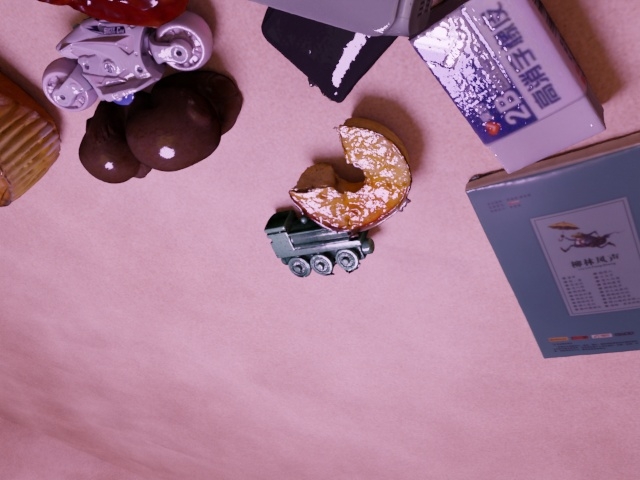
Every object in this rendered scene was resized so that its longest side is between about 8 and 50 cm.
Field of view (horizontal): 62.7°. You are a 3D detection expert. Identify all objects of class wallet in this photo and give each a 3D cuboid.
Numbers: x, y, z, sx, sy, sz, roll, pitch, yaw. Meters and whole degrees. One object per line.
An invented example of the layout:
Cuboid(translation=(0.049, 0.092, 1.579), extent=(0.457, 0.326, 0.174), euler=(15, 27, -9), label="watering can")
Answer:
Cuboid(translation=(0.035, -0.278, 0.594), extent=(0.149, 0.044, 0.250), euler=(40, 134, -11), label="wallet")

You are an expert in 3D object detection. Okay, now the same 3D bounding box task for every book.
Cuboid(translation=(0.394, 0.033, 0.743), extent=(0.264, 0.031, 0.379), euler=(-14, 124, 31), label="book")

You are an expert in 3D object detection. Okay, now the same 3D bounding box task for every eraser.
Cuboid(translation=(0.212, -0.186, 0.589), extent=(0.124, 0.068, 0.210), euler=(-26, 118, 37), label="eraser")

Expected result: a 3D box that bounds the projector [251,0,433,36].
Cuboid(translation=(-0.001, -0.320, 0.483), extent=(0.250, 0.108, 0.198), euler=(23, 129, 17), label="projector")

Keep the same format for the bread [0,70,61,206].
Cuboid(translation=(-0.565, -0.202, 0.835), extent=(0.288, 0.156, 0.204), euler=(40, 141, -19), label="bread")

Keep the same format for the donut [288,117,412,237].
Cuboid(translation=(0.053, -0.088, 0.742), extent=(0.146, 0.078, 0.181), euler=(32, 129, -10), label="donut")

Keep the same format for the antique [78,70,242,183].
Cuboid(translation=(-0.246, -0.150, 0.758), extent=(0.256, 0.143, 0.121), euler=(-4, 131, 28), label="antique")

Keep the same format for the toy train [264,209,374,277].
Cuboid(translation=(0.000, 0.000, 0.849), extent=(0.170, 0.071, 0.111), euler=(-9, 120, 28), label="toy train")

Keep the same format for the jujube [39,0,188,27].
Cuboid(translation=(-0.248, -0.315, 0.560), extent=(0.230, 0.155, 0.155), euler=(-2, 140, -22), label="jujube")

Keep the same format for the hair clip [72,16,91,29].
Cuboid(translation=(-0.302, -0.291, 0.713), extent=(0.172, 0.049, 0.049), euler=(-25, 118, 36), label="hair clip")

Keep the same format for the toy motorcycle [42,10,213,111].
Cuboid(translation=(-0.264, -0.244, 0.690), extent=(0.254, 0.112, 0.112), euler=(-14, 125, 17), label="toy motorcycle")
